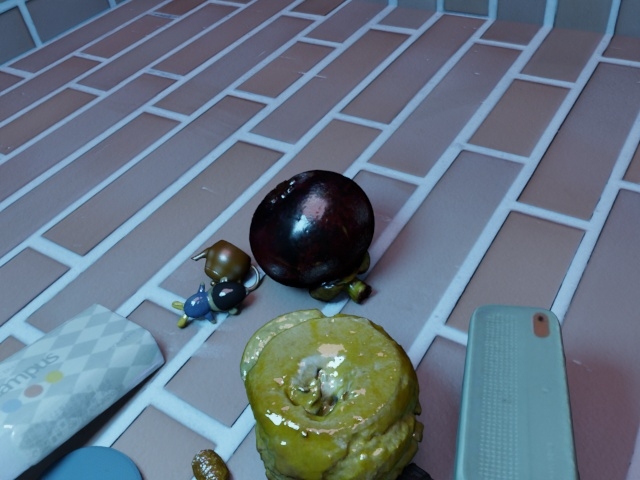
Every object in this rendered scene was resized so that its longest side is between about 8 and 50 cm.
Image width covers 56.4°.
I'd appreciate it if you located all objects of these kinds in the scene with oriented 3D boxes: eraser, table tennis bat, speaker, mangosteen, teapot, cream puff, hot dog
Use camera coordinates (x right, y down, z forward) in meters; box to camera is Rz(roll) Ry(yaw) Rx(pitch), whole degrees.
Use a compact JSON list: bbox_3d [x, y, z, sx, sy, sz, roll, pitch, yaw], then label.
[{"bbox_3d":[-0.528,0.286,1.187,0.213,0.082,0.397,19,34,26],"label":"eraser"},{"bbox_3d":[-0.398,0.496,1.042,0.215,0.044,0.329,-30,44,-24],"label":"table tennis bat"},{"bbox_3d":[0.304,0.292,0.939,0.183,0.184,0.406,1,35,16],"label":"speaker"},{"bbox_3d":[-0.008,-0.017,1.381,0.297,0.293,0.297,-34,41,35],"label":"mangosteen"},{"bbox_3d":[-0.227,0.067,1.441,0.173,0.116,0.116,31,50,1],"label":"teapot"},{"bbox_3d":[0.013,0.293,1.053,0.342,0.231,0.327,23,52,29],"label":"cream puff"},{"bbox_3d":[-0.201,0.422,1.092,0.058,0.035,0.083,-29,46,-21],"label":"hot dog"}]

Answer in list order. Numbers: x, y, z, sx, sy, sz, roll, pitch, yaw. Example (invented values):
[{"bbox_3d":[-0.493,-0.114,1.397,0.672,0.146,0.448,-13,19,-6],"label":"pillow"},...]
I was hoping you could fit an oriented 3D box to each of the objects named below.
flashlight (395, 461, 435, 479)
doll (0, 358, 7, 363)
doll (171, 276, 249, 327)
[{"bbox_3d":[0.223,0.448,0.962,0.093,0.093,0.232,-37,46,-28],"label":"flashlight"},{"bbox_3d":[-0.690,0.295,1.292,0.169,0.057,0.109,-17,45,-10],"label":"doll"},{"bbox_3d":[-0.250,0.140,1.375,0.179,0.089,0.102,-17,83,5],"label":"doll"}]
